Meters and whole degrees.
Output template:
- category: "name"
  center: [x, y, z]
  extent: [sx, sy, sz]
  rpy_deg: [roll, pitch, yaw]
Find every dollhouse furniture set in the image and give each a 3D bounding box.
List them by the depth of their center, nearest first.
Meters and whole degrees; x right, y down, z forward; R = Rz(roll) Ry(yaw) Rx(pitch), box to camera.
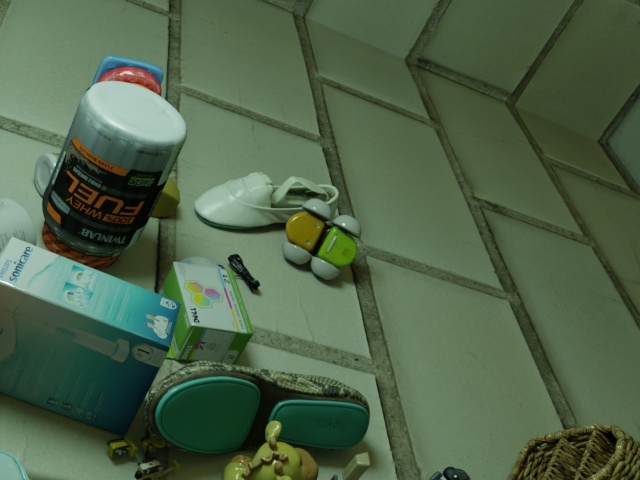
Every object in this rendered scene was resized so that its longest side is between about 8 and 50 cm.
- category: "dollhouse furniture set"
  center: [0.075, 0.436, 1.625]
  extent: [0.081, 0.114, 0.091]
  rpy_deg: [24, 27, -20]

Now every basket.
- category: "basket"
  center: [0.518, 0.468, 1.866]
  extent: [0.223, 0.213, 0.299]
  rpy_deg: [38, 30, 13]

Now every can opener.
- category: "can opener"
  center: [0.288, 0.507, 1.778]
  extent: [0.186, 0.073, 0.059]
  rpy_deg: [49, -5, 24]

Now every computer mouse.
- category: "computer mouse"
  center: [-0.226, 0.063, 2.004]
  extent: [0.193, 0.042, 0.106]
  rpy_deg: [3, 40, -39]

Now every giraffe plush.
- category: "giraffe plush"
  center: [-0.076, 0.385, 1.505]
  extent: [0.210, 0.170, 0.181]
  rpy_deg: [-8, 47, -48]

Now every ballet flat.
- category: "ballet flat"
  center: [-0.129, 0.288, 1.663]
  extent: [0.483, 0.164, 0.182]
  rpy_deg: [12, 12, -39]
- category: "ballet flat"
  center: [-0.118, -0.105, 2.273]
  extent: [0.400, 0.139, 0.139]
  rpy_deg: [3, 39, -39]

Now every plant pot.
- category: "plant pot"
  center: [-0.362, -0.099, 2.103]
  extent: [0.083, 0.081, 0.081]
  rpy_deg: [29, 27, -28]

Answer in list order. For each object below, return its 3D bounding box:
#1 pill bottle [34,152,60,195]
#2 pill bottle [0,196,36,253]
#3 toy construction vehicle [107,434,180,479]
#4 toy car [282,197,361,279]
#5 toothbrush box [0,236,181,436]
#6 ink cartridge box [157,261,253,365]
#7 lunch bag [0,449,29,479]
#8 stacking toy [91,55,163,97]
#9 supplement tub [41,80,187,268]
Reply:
- category: "pill bottle"
  center: [-0.514, -0.139, 2.006]
  extent: [0.169, 0.094, 0.094]
  rpy_deg: [-3, 43, -45]
- category: "pill bottle"
  center: [-0.621, 0.014, 1.635]
  extent: [0.131, 0.131, 0.229]
  rpy_deg: [37, 30, 12]
- category: "toy construction vehicle"
  center: [-0.287, 0.352, 1.517]
  extent: [0.086, 0.035, 0.098]
  rpy_deg: [37, 25, 34]
- category: "toy car"
  center: [0.000, 0.000, 2.231]
  extent: [0.182, 0.159, 0.136]
  rpy_deg: [28, -7, -2]
- category: "toothbrush box"
  center: [-0.407, 0.159, 1.517]
  extent: [0.296, 0.216, 0.126]
  rpy_deg: [22, 30, -13]
- category: "ink cartridge box"
  center: [-0.279, 0.132, 1.794]
  extent: [0.255, 0.097, 0.188]
  rpy_deg: [12, 34, -31]
- category: "lunch bag"
  center: [-0.457, 0.403, 1.202]
  extent: [0.224, 0.107, 0.279]
  rpy_deg: [7, 37, -40]
- category: "stacking toy"
  center: [-0.458, -0.284, 2.252]
  extent: [0.166, 0.175, 0.301]
  rpy_deg: [10, 46, -27]
- category: "supplement tub"
  center: [-0.410, -0.120, 1.819]
  extent: [0.207, 0.338, 0.207]
  rpy_deg: [22, 31, -14]
